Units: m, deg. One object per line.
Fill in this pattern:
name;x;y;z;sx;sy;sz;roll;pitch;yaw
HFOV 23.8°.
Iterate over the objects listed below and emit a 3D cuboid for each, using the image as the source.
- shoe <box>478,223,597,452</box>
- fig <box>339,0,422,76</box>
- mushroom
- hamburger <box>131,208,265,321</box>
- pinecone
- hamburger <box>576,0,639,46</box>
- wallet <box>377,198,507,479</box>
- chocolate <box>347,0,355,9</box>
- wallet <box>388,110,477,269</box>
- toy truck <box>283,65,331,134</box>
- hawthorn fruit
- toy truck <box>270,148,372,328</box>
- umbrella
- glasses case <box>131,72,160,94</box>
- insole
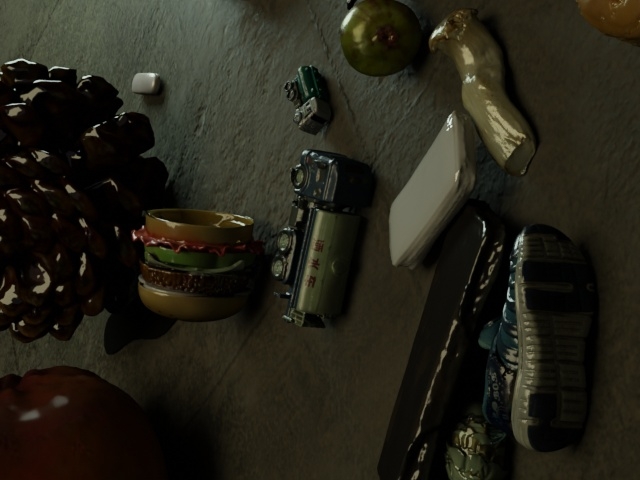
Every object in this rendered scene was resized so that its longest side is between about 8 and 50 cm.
shoe;0.186;0.088;1.381;0.106;0.091;0.207;4;89;54
fig;0.047;-0.234;1.709;0.166;0.093;0.093;29;106;59
mushroom;0.165;-0.151;1.530;0.059;0.054;0.202;-55;45;46
hamburger;-0.159;0.034;1.914;0.175;0.175;0.137;24;109;59
pinecone;-0.394;-0.071;2.150;0.398;0.398;0.397;-23;62;55
hamburger;0.291;-0.235;1.308;0.147;0.083;0.138;27;101;55
wallet;0.118;0.115;1.499;0.165;0.042;0.309;-113;39;-77
chocolate;0.092;-0.394;1.643;0.343;0.126;0.148;-62;38;30
wallet;0.114;-0.045;1.560;0.190;0.033;0.095;121;156;-51
toy truck;-0.013;-0.172;1.843;0.044;0.039;0.083;-40;46;29
hawthorn fruit;-0.385;0.384;1.969;0.472;0.472;0.472;-23;62;55
toy truck;0.000;0.000;1.738;0.088;0.074;0.201;20;100;54
umbrella;0.149;0.225;1.448;0.067;0.062;0.143;81;-172;-76
glasses case;-0.264;-0.237;2.296;0.083;0.021;0.032;7;85;59
insole;-0.262;0.112;2.213;0.253;0.005;0.086;-26;59;54
